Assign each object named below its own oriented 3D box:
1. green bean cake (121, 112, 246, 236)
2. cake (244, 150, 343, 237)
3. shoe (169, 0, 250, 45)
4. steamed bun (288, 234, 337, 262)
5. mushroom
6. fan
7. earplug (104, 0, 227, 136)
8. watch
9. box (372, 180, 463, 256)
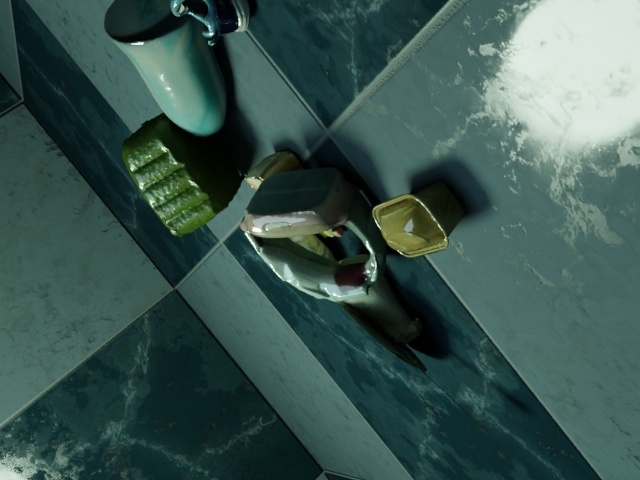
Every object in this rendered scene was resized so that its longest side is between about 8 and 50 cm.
[{"bbox_3d":[-0.306,-0.161,1.703,0.247,0.156,0.250,57,-160,-17],"label":"green bean cake"},{"bbox_3d":[-0.038,-0.094,1.588,0.225,0.090,0.109,39,163,-23],"label":"cake"},{"bbox_3d":[-0.210,-0.423,1.301,0.207,0.106,0.091,52,158,12],"label":"shoe"},{"bbox_3d":[-0.045,0.047,1.711,0.183,0.106,0.183,44,167,13],"label":"steamed bun"},{"bbox_3d":[0.109,0.126,1.583,0.116,0.093,0.225,-34,91,47],"label":"mushroom"},{"bbox_3d":[0.190,0.246,1.580,0.414,0.012,0.233,41,-172,29],"label":"fan"},{"bbox_3d":[-0.265,-0.329,1.505,0.185,0.185,0.324,35,161,34],"label":"earplug"},{"bbox_3d":[0.000,0.000,1.459,0.253,0.162,0.241,-3,128,24],"label":"watch"},{"bbox_3d":[0.151,-0.031,1.230,0.111,0.111,0.177,52,158,-6],"label":"box"}]
